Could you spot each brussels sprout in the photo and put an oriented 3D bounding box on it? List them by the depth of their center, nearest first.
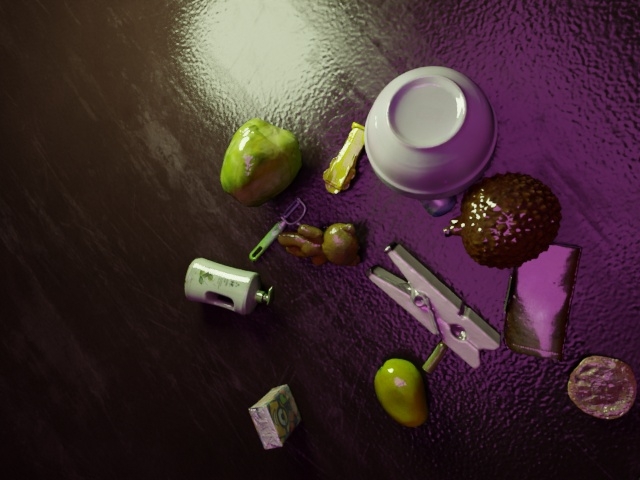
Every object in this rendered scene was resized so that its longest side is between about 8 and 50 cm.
[{"bbox_3d":[-0.139,-0.175,1.204,0.161,0.223,0.223,26,103,20],"label":"brussels sprout"}]

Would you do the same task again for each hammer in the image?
[{"bbox_3d":[0.298,-0.145,1.138,0.194,0.069,0.116,-38,81,14],"label":"hammer"}]

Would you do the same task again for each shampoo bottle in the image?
[{"bbox_3d":[-0.230,0.126,1.332,0.234,0.087,0.118,13,97,17],"label":"shampoo bottle"}]

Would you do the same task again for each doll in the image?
[{"bbox_3d":[0.000,0.000,1.245,0.209,0.097,0.137,5,135,26],"label":"doll"}]

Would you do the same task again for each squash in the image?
[{"bbox_3d":[0.273,0.272,1.205,0.027,0.027,0.083,35,105,13],"label":"squash"}]

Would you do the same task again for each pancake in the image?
[{"bbox_3d":[0.601,0.313,1.097,0.139,0.022,0.140,2,97,19],"label":"pancake"}]

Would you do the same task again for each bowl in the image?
[{"bbox_3d":[0.225,-0.239,1.070,0.287,0.144,0.287,-3,79,14],"label":"bowl"}]

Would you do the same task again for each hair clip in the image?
[{"bbox_3d":[0.255,0.147,1.168,0.331,0.085,0.101,43,109,9],"label":"hair clip"},{"bbox_3d":[0.061,-0.193,1.222,0.072,0.046,0.173,27,102,18],"label":"hair clip"}]

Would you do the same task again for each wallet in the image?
[{"bbox_3d":[0.476,0.126,1.118,0.137,0.031,0.255,10,97,21],"label":"wallet"}]

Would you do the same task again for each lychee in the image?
[{"bbox_3d":[0.372,-0.040,1.056,0.238,0.200,0.200,-8,93,7],"label":"lychee"}]

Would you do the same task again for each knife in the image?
[{"bbox_3d":[-0.107,-0.017,1.315,0.054,0.015,0.212,45,107,2],"label":"knife"}]

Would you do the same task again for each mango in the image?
[{"bbox_3d":[0.188,0.360,1.209,0.117,0.089,0.163,-10,93,20],"label":"mango"}]

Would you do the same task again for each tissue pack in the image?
[{"bbox_3d":[-0.111,0.440,1.290,0.060,0.148,0.109,-22,88,18],"label":"tissue pack"}]
